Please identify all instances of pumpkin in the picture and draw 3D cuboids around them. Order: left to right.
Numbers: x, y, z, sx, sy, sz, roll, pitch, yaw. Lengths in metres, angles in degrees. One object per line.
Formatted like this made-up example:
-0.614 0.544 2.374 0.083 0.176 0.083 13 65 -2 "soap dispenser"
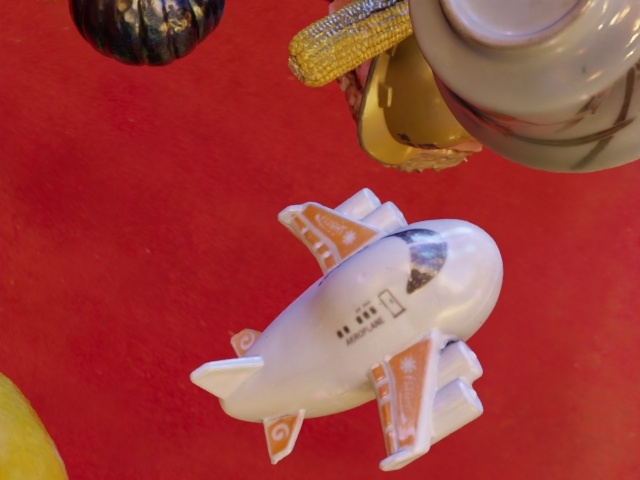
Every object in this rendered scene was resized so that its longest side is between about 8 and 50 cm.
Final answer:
-0.210 -0.298 1.206 0.194 0.194 0.150 12 134 -23 "pumpkin"

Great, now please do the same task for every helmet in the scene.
0.172 -0.200 1.274 0.205 0.140 0.257 19 95 -52 "helmet"

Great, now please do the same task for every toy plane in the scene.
0.024 0.064 0.757 0.244 0.245 0.117 -54 139 -5 "toy plane"

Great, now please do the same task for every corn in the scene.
0.052 -0.249 1.182 0.203 0.072 0.072 -30 109 -8 "corn"

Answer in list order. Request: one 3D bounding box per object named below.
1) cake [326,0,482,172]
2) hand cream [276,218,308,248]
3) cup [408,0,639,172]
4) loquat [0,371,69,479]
0.191 -0.304 1.660 0.293 0.307 0.314 0 72 -35 "cake"
0.000 0.000 1.397 0.061 0.143 0.039 -3 121 -37 "hand cream"
0.219 -0.243 0.949 0.163 0.347 0.347 5 99 -56 "cup"
-0.332 0.228 0.836 0.275 0.275 0.274 -4 101 -21 "loquat"
